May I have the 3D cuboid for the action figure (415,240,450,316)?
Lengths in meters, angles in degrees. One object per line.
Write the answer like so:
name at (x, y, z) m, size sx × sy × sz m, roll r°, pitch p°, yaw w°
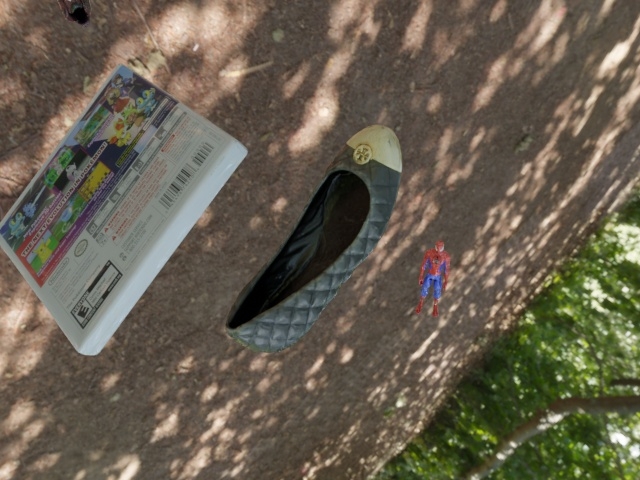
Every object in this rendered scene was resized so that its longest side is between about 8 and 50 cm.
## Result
action figure at (0.149, 0.050, 0.702) m, size 0.030 × 0.038 × 0.115 m, roll -54°, pitch 152°, yaw -55°

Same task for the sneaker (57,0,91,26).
sneaker at (-0.620, -0.643, 1.286) m, size 0.106 × 0.162 × 0.281 m, roll -24°, pitch 154°, yaw -6°

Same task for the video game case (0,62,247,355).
video game case at (-0.179, -0.038, 0.454) m, size 0.201 × 0.183 × 0.023 m, roll -54°, pitch 148°, yaw 0°

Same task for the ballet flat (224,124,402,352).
ballet flat at (0.000, 0.000, 0.348) m, size 0.173 × 0.057 × 0.049 m, roll -59°, pitch 147°, yaw 2°
